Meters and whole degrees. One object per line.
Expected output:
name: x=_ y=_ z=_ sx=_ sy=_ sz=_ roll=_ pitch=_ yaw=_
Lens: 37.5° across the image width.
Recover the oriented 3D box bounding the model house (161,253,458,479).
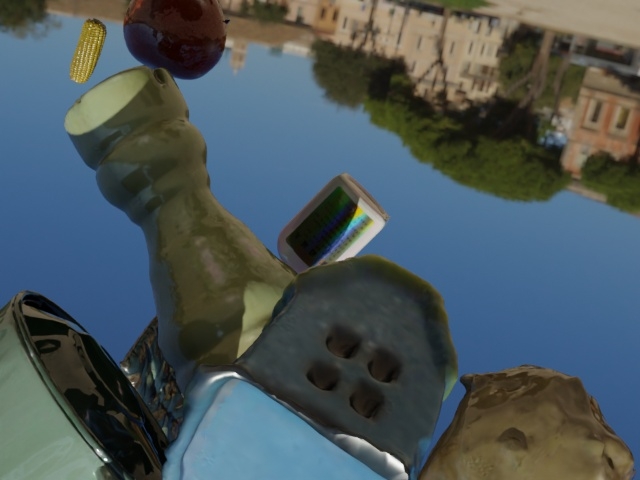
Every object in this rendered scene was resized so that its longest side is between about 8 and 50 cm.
model house: x=0.010 y=0.164 z=0.947 sx=0.215 sy=0.237 sz=0.303 roll=33 pitch=-143 yaw=7

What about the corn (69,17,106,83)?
corn: x=-0.326 y=-0.265 z=1.322 sx=0.037 sy=0.092 sz=0.037 roll=22 pitch=-174 yaw=-2

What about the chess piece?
chess piece: x=-0.184 y=-0.016 z=1.310 sx=0.234 sy=0.234 sz=0.442 roll=-16 pitch=-104 yaw=-61

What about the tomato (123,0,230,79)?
tomato: x=-0.232 y=-0.334 z=1.492 sx=0.167 sy=0.167 sz=0.167 roll=12 pitch=-165 yaw=-3

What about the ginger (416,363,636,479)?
ginger: x=0.194 y=0.229 z=0.607 sx=0.304 sy=0.245 sz=0.155 roll=27 pitch=-158 yaw=23

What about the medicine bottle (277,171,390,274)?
medicine bottle: x=0.000 y=0.000 z=1.544 sx=0.115 sy=0.219 sz=0.078 roll=46 pitch=-164 yaw=1

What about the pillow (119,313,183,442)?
pillow: x=-0.240 y=0.222 z=1.518 sx=0.034 sy=0.256 sz=0.189 roll=11 pitch=-138 yaw=25

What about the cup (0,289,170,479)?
cup: x=-0.364 y=0.286 z=1.010 sx=0.310 sy=0.392 sz=0.401 roll=53 pitch=177 yaw=-12
